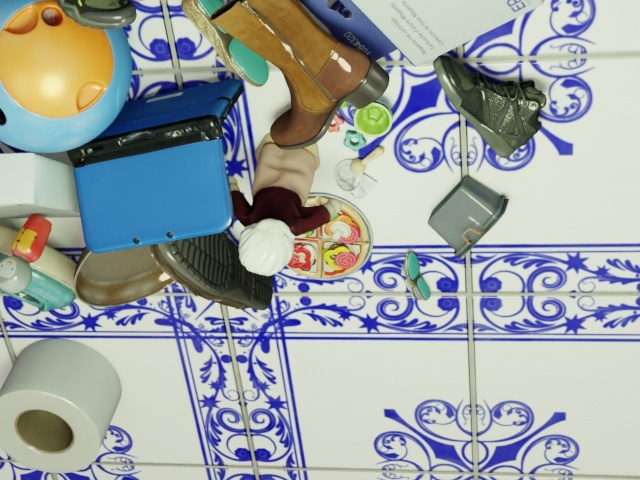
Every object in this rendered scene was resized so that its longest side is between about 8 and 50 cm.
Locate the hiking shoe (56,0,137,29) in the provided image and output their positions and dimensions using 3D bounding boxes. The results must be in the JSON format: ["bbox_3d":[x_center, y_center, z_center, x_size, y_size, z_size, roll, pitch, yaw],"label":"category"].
[{"bbox_3d":[-0.372,-0.413,1.682,0.226,0.086,0.114,36,138,11],"label":"hiking shoe"}]

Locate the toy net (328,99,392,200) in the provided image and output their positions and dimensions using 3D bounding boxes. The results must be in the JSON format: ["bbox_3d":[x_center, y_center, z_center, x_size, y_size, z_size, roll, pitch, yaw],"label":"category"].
[{"bbox_3d":[0.056,-0.160,1.976,0.122,0.045,0.232,11,126,2],"label":"toy net"}]

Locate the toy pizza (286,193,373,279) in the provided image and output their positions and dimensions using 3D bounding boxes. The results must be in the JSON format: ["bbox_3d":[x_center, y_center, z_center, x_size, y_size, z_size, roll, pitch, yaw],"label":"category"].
[{"bbox_3d":[0.000,0.000,2.106,0.201,0.032,0.201,5,126,7],"label":"toy pizza"}]

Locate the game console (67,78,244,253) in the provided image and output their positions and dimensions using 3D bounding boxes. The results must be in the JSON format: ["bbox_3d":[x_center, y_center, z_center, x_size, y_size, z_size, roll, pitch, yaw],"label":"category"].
[{"bbox_3d":[-0.269,-0.131,1.907,0.293,0.250,0.173,-9,120,21],"label":"game console"}]

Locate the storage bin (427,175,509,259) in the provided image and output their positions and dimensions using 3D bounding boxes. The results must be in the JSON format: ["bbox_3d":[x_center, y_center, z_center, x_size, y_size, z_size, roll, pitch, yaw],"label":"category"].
[{"bbox_3d":[0.261,-0.045,2.000,0.091,0.098,0.135,38,123,-4],"label":"storage bin"}]

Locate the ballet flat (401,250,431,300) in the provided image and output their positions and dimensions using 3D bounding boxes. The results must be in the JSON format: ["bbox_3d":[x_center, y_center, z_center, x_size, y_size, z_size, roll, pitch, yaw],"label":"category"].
[{"bbox_3d":[0.176,0.070,2.125,0.041,0.041,0.114,-14,120,19],"label":"ballet flat"}]

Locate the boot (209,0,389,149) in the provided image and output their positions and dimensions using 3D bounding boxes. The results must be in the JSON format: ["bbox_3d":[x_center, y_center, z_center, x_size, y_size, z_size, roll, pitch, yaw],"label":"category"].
[{"bbox_3d":[-0.070,-0.280,1.812,0.280,0.096,0.264,33,144,-31],"label":"boot"}]

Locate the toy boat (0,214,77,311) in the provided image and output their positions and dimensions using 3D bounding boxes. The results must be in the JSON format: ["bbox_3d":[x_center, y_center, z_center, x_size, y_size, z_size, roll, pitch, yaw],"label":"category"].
[{"bbox_3d":[-0.581,0.052,2.102,0.267,0.148,0.318,27,160,-13],"label":"toy boat"}]

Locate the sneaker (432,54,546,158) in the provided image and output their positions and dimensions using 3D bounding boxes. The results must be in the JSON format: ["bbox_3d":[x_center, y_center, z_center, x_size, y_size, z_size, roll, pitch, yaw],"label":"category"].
[{"bbox_3d":[0.293,-0.249,1.850,0.130,0.087,0.227,-35,116,27],"label":"sneaker"}]

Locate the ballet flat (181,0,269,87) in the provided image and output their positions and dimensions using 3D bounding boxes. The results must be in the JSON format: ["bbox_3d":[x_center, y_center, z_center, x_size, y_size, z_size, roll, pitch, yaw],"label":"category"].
[{"bbox_3d":[-0.164,-0.346,1.880,0.067,0.073,0.206,-7,125,47],"label":"ballet flat"}]

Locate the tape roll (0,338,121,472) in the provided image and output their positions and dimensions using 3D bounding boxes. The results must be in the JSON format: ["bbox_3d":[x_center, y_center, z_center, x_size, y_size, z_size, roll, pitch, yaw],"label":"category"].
[{"bbox_3d":[-0.567,0.355,2.369,0.246,0.169,0.246,5,126,6],"label":"tape roll"}]

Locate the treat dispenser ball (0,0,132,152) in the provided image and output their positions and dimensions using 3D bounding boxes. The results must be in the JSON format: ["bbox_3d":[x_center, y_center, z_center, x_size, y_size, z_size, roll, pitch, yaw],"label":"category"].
[{"bbox_3d":[-0.456,-0.289,1.820,0.288,0.288,0.288,5,126,6],"label":"treat dispenser ball"}]

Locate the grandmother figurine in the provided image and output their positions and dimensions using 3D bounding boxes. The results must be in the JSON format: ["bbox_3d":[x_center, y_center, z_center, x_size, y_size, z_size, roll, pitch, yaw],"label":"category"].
[{"bbox_3d":[-0.069,-0.061,1.883,0.207,0.342,0.104,1,125,9],"label":"grandmother figurine"}]

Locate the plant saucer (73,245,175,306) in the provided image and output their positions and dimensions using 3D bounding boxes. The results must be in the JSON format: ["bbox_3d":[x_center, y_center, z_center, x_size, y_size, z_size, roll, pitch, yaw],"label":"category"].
[{"bbox_3d":[-0.327,0.012,2.059,0.050,0.310,0.311,55,126,23],"label":"plant saucer"}]

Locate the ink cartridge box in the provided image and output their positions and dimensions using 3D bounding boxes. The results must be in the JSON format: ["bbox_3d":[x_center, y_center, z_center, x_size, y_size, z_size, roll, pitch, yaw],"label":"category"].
[{"bbox_3d":[0.128,-0.398,1.696,0.330,0.072,0.324,-25,144,26],"label":"ink cartridge box"}]

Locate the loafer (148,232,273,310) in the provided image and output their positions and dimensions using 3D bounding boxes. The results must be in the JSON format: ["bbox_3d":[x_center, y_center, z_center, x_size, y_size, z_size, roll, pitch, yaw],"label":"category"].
[{"bbox_3d":[-0.221,0.056,2.049,0.130,0.134,0.366,-7,155,25],"label":"loafer"}]

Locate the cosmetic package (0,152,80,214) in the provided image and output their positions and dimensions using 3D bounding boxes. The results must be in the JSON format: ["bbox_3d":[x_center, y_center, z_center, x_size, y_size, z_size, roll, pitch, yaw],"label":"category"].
[{"bbox_3d":[-0.635,-0.094,1.999,0.377,0.284,0.098,-1,89,9],"label":"cosmetic package"}]
